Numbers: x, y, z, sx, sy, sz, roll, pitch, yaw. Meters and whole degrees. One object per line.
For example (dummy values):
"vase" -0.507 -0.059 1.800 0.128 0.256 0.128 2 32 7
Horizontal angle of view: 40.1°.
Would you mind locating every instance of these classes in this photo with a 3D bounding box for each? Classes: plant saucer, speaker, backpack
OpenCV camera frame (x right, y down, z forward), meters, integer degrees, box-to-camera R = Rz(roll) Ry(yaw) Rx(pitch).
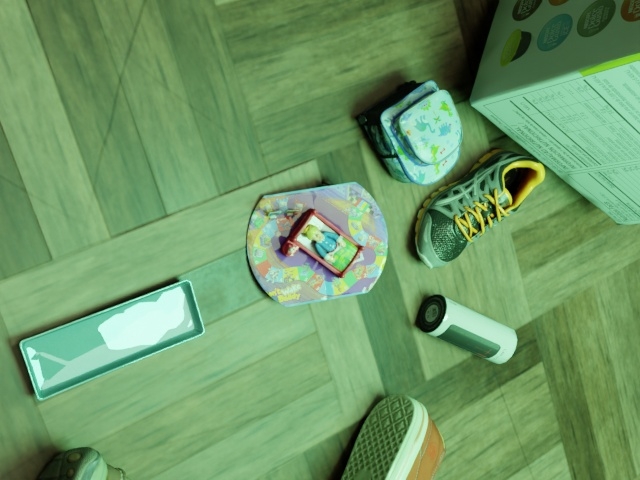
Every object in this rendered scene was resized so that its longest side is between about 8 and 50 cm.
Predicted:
"plant saucer" -0.218 0.102 0.931 0.192 0.018 0.067 -21 104 -29
"speaker" 0.196 0.118 1.161 0.136 0.055 0.055 26 80 -31
"backpack" 0.121 -0.127 1.081 0.105 0.084 0.114 -37 114 -22

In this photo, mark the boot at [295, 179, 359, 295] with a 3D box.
"boot" 0.000 0.000 1.048 0.114 0.037 0.106 -44 112 -16

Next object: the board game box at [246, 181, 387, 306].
"board game box" 0.001 0.005 1.015 0.169 0.033 0.133 -9 92 -11

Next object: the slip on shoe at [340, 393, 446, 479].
"slip on shoe" 0.058 0.352 1.063 0.101 0.123 0.331 41 68 -31

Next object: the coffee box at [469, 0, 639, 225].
"coffee box" 0.449 -0.256 1.102 0.338 0.334 0.337 31 67 -30

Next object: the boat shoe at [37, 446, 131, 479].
"boat shoe" -0.277 0.368 0.857 0.116 0.123 0.324 38 76 -30

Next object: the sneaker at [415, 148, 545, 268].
"sneaker" 0.205 -0.045 1.139 0.215 0.083 0.084 -46 116 -19
